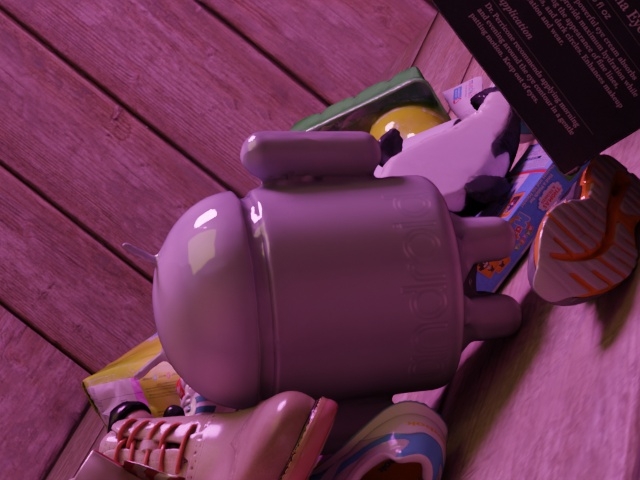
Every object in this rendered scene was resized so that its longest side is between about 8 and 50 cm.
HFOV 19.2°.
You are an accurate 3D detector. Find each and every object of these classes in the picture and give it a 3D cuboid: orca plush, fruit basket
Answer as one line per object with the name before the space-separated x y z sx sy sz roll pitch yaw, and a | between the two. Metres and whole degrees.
orca plush | 0.134 -0.064 2.008 0.287 0.151 0.102 -64 -18 -51
fruit basket | 0.066 -0.056 2.349 0.327 0.165 0.353 -25 32 16

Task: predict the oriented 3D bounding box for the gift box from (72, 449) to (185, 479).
gift box | -0.138 0.334 1.488 0.276 0.255 0.258 -52 7 45

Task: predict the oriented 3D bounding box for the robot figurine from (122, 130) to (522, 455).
robot figurine | 0.001 0.046 1.724 0.200 0.353 0.300 162 102 -81

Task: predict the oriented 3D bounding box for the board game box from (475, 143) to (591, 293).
board game box | 0.187 -0.011 1.952 0.211 0.039 0.160 -52 7 -6

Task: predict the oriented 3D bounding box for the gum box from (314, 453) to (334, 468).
gum box | -0.013 0.246 1.834 0.107 0.062 0.188 -54 8 -16

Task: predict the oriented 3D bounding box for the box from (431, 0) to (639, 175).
box | 0.241 -0.290 1.565 0.312 0.343 0.179 -32 13 27

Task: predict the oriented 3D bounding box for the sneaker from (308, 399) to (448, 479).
sneaker | 0.019 0.237 1.615 0.228 0.087 0.092 -51 9 19

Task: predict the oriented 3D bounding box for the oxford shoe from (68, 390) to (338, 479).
oxford shoe | -0.124 0.215 1.663 0.397 0.146 0.140 -41 16 48

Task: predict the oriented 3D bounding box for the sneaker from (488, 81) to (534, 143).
sneaker | 0.294 -0.264 2.167 0.295 0.124 0.178 -63 7 -24

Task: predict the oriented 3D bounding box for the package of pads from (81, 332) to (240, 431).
package of pads | -0.130 0.150 2.326 0.296 0.101 0.229 -15 14 48

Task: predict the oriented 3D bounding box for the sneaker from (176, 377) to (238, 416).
sneaker | -0.138 0.193 2.099 0.161 0.075 0.057 -59 5 -35

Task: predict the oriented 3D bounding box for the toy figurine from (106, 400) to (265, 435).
toy figurine | -0.096 0.190 1.962 0.148 0.209 0.213 22 72 38

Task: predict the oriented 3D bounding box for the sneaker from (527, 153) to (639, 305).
sneaker | 0.215 0.006 1.581 0.083 0.084 0.215 -47 -1 33

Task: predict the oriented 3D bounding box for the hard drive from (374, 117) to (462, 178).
hard drive | 0.000 0.000 2.151 0.353 0.047 0.233 -20 32 33
